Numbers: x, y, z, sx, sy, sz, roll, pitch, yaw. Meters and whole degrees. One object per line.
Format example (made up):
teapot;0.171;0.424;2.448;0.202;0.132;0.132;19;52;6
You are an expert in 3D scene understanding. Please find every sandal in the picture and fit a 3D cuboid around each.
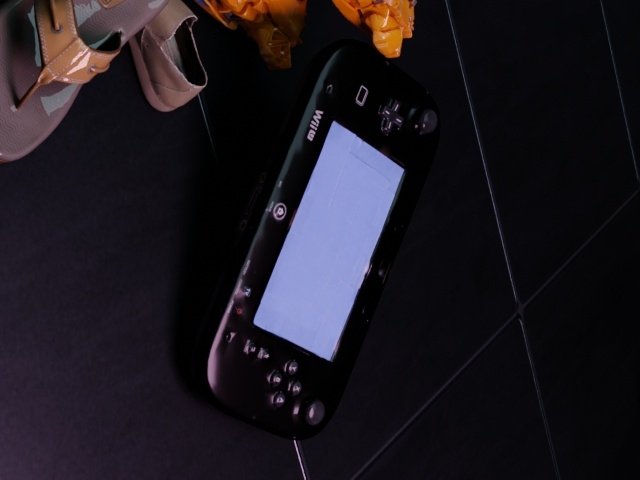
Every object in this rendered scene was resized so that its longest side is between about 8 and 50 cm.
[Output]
sandal;-0.164;-0.141;0.959;0.219;0.060;0.090;-47;119;-33

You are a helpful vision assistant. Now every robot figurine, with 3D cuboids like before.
robot figurine;-0.038;-0.235;1.077;0.291;0.211;0.085;42;48;-58

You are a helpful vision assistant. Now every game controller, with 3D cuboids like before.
game controller;0.000;0.000;1.143;0.166;0.067;0.319;34;74;-53

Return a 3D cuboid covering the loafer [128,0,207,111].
loafer;-0.123;-0.171;1.064;0.056;0.050;0.148;-49;125;-51
